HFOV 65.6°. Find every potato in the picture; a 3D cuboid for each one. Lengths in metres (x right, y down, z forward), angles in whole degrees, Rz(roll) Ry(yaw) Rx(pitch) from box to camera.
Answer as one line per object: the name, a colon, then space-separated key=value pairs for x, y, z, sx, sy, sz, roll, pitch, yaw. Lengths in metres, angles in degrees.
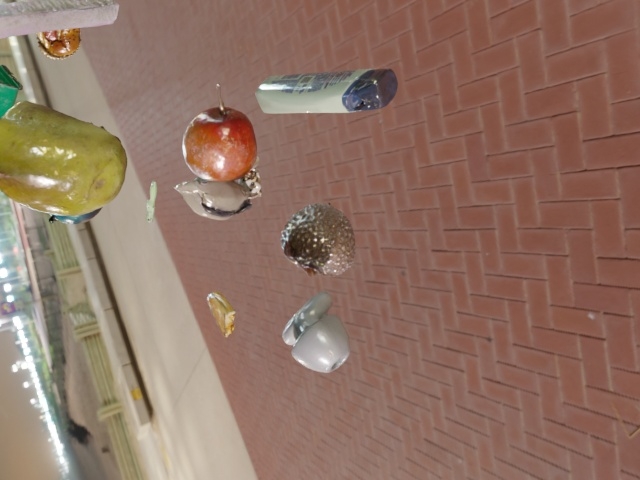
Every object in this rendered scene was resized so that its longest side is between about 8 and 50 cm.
potato: x=-0.710 y=-0.191 z=1.386 sx=0.212 sy=0.280 sz=0.330 roll=-89 pitch=4 yaw=-60

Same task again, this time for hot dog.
hot dog: x=-0.691 y=-0.597 z=1.282 sx=0.069 sy=0.131 sz=0.252 roll=-153 pitch=55 yaw=-67

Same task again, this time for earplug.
earplug: x=-0.014 y=0.286 z=1.572 sx=0.214 sy=0.175 sz=0.325 roll=-49 pitch=22 yaw=6

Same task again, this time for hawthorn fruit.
hawthorn fruit: x=-0.298 y=-0.307 z=1.561 sx=0.231 sy=0.263 sz=0.235 roll=45 pitch=-168 yaw=-7

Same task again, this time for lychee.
lychee: x=0.000 y=0.004 z=1.920 sx=0.300 sy=0.300 sz=0.300 roll=31 pitch=128 yaw=49

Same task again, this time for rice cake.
rice cake: x=-0.668 y=-0.534 z=1.183 sx=0.056 sy=0.365 sz=0.072 roll=56 pitch=150 yaw=15

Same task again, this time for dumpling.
dumpling: x=-0.381 y=-0.137 z=1.745 sx=0.204 sy=0.293 sz=0.163 roll=-27 pitch=66 yaw=32

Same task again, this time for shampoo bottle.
shampoo bottle: x=0.001 y=-0.351 z=1.189 sx=0.359 sy=0.134 sz=0.078 roll=11 pitch=140 yaw=36

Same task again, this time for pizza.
pizza: x=-0.261 y=0.199 z=1.341 sx=0.178 sy=0.041 sz=0.131 roll=-9 pitch=100 yaw=64

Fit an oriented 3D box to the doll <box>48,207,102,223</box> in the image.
doll: x=-0.813 y=-0.185 z=1.700 sx=0.198 sy=0.322 sz=0.186 roll=13 pitch=150 yaw=46

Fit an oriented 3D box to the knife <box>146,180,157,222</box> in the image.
knife: x=-0.745 y=-0.168 z=2.184 sx=0.043 sy=0.020 sz=0.293 roll=26 pitch=139 yaw=-2

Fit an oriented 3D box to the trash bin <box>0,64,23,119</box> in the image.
trash bin: x=-1.187 y=-0.409 z=1.656 sx=0.295 sy=0.259 sz=0.381 roll=43 pitch=109 yaw=23

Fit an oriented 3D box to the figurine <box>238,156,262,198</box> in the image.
figurine: x=-0.269 y=-0.229 z=1.838 sx=0.132 sy=0.132 sz=0.153 roll=39 pitch=155 yaw=45
